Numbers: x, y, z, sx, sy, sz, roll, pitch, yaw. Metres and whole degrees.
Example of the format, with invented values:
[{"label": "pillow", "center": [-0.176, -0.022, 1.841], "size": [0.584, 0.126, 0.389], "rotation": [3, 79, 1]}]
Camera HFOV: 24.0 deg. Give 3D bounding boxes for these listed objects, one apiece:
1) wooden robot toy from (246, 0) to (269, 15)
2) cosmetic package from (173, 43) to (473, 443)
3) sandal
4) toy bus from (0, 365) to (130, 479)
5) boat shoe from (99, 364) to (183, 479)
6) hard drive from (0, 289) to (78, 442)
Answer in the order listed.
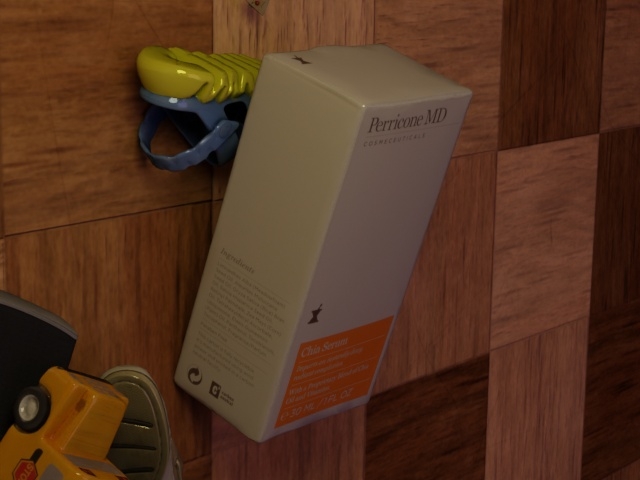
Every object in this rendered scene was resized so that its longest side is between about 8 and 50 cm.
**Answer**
[{"label": "wooden robot toy", "center": [-0.092, -0.364, 1.838], "size": [0.079, 0.076, 0.173], "rotation": [2, 96, -41]}, {"label": "cosmetic package", "center": [0.000, 0.000, 1.849], "size": [0.230, 0.161, 0.453], "rotation": [-14, 127, -49]}, {"label": "sandal", "center": [-0.114, -0.152, 1.828], "size": [0.317, 0.126, 0.138], "rotation": [0, 113, -49]}, {"label": "toy bus", "center": [-0.312, 0.304, 1.607], "size": [0.333, 0.130, 0.108], "rotation": [-57, 145, 3]}, {"label": "boat shoe", "center": [-0.221, 0.269, 1.785], "size": [0.103, 0.113, 0.302], "rotation": [-78, 170, -64]}, {"label": "hard drive", "center": [-0.370, 0.131, 1.604], "size": [0.254, 0.054, 0.172], "rotation": [26, 77, -51]}]
